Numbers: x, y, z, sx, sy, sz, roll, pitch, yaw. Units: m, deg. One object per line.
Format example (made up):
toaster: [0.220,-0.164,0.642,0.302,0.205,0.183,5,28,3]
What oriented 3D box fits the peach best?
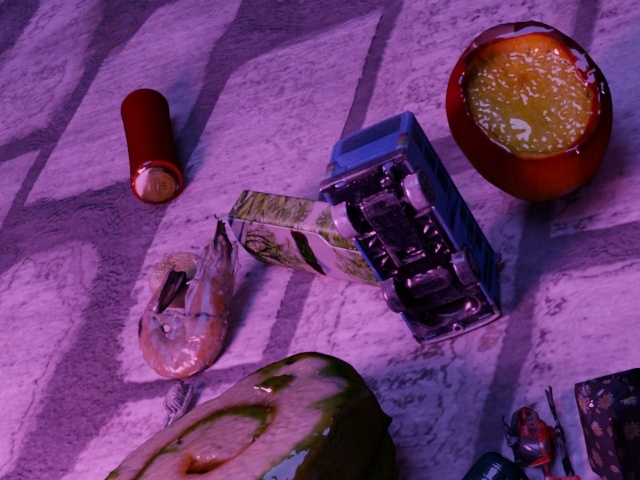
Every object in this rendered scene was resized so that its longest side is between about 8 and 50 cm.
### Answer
peach: [0.240,-0.148,1.820,0.226,0.189,0.196,-116,45,-73]

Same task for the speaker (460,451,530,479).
speaker: [0.172,0.250,1.522,0.075,0.060,0.094,-48,35,-15]

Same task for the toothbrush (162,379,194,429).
toothbrush: [-0.216,0.287,1.876,0.026,0.028,0.294,-6,49,41]

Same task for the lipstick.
lipstick: [-0.255,-0.144,2.397,0.080,0.080,0.241,-31,32,9]

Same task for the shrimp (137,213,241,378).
shrimp: [-0.167,0.071,2.026,0.126,0.047,0.223,2,64,24]

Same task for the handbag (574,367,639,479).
handbag: [0.311,0.162,1.479,0.139,0.115,0.072,-27,30,-16]

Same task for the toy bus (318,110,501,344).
toy bus: [0.106,-0.013,1.763,0.116,0.234,0.133,-22,28,21]

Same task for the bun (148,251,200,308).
bun: [-0.184,0.057,2.104,0.086,0.055,0.086,-13,38,10]

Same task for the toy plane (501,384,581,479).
toy plane: [0.216,0.202,1.564,0.060,0.037,0.145,-20,31,6]

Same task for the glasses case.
glasses case: [0.000,0.000,1.965,0.272,0.095,0.062,10,59,49]

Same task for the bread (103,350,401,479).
bread: [-0.102,0.268,1.617,0.382,0.129,0.366,-45,18,-31]
